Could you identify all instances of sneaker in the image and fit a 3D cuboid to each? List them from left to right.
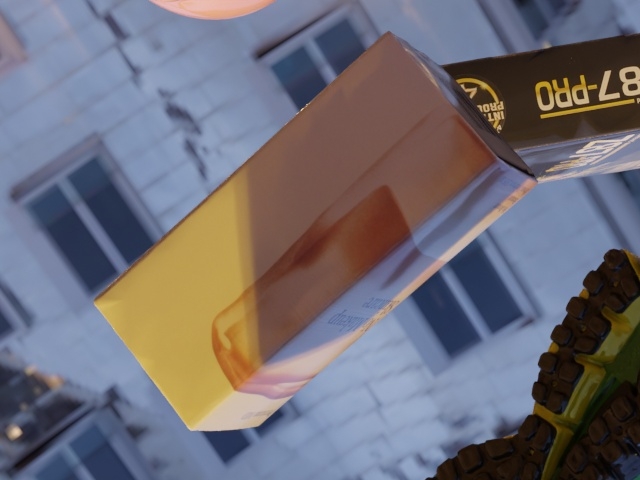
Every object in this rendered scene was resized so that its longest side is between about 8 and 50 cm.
[{"bbox_3d":[0.170,0.159,1.025,0.343,0.146,0.134,-53,-130,15],"label":"sneaker"}]

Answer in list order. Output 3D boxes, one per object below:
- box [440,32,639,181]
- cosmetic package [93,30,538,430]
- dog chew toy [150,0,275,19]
[{"bbox_3d":[0.212,-0.113,1.602,0.318,0.097,0.395,-11,176,-7],"label":"box"},{"bbox_3d":[0.000,0.000,1.244,0.296,0.129,0.153,-42,165,13],"label":"cosmetic package"},{"bbox_3d":[-0.019,-0.252,0.975,0.206,0.206,0.332,-16,-149,45],"label":"dog chew toy"}]
